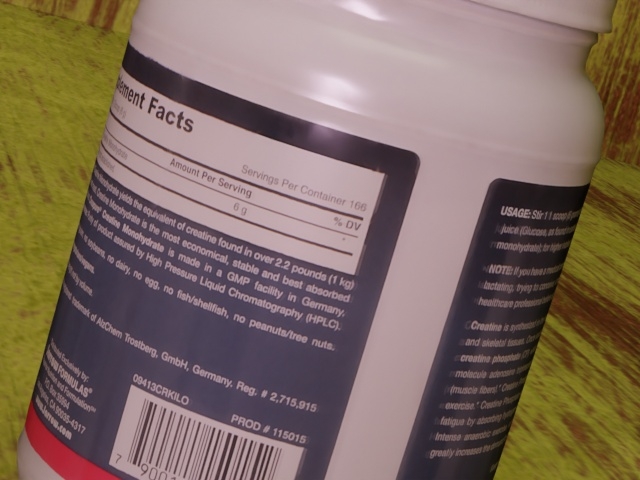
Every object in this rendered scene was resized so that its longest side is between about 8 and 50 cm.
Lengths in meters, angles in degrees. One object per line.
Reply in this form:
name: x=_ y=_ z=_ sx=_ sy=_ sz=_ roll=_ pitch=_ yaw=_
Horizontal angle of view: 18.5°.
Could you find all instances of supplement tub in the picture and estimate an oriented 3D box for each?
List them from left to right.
supplement tub: x=0.000 y=0.000 z=0.783 sx=0.191 sy=0.272 sz=0.191 roll=16 pitch=11 yaw=-3
